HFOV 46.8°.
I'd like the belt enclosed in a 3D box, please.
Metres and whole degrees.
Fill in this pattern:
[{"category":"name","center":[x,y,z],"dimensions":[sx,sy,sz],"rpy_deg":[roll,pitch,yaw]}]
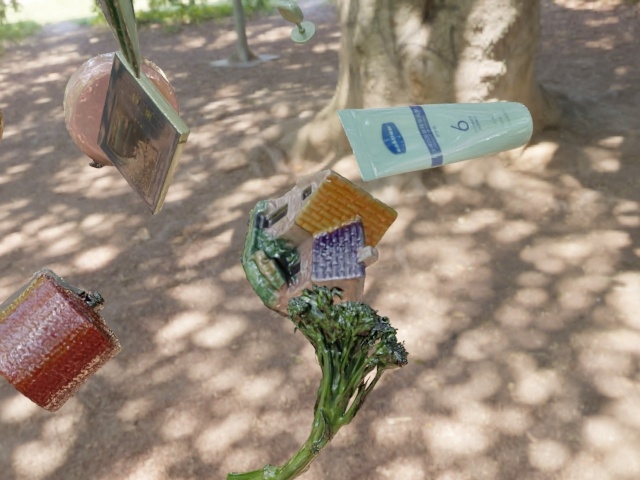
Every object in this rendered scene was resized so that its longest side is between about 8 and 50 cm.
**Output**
[{"category":"belt","center":[-0.295,0.102,0.830],"dimensions":[0.124,0.128,0.201],"rpy_deg":[-44,15,-14]}]

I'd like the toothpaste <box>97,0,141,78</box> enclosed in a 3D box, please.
[{"category":"toothpaste","center":[-0.246,-0.343,0.802],"dimensions":[0.061,0.392,0.099],"rpy_deg":[-22,61,-16]}]

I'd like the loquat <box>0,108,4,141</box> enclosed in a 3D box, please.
[{"category":"loquat","center":[-0.815,-0.255,1.663],"dimensions":[0.193,0.238,0.238],"rpy_deg":[1,21,-19]}]

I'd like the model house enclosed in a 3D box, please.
[{"category":"model house","center":[0.000,0.000,1.422],"dimensions":[0.237,0.202,0.237],"rpy_deg":[-35,34,33]}]

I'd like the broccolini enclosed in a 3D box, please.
[{"category":"broccolini","center":[-0.032,0.145,0.689],"dimensions":[0.062,0.271,0.123],"rpy_deg":[3,44,-47]}]

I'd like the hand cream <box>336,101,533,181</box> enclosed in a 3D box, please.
[{"category":"hand cream","center":[0.176,-0.153,1.075],"dimensions":[0.320,0.109,0.067],"rpy_deg":[-11,-17,-27]}]

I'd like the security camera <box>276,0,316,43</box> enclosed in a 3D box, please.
[{"category":"security camera","center":[-0.049,-0.439,1.456],"dimensions":[0.058,0.092,0.058],"rpy_deg":[-9,60,15]}]

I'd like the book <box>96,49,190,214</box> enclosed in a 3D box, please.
[{"category":"book","center":[-0.325,-0.184,1.323],"dimensions":[0.025,0.269,0.191],"rpy_deg":[-34,80,-34]}]

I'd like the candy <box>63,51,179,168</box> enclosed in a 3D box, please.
[{"category":"candy","center":[-0.435,-0.277,1.608],"dimensions":[0.255,0.255,0.094],"rpy_deg":[-13,33,-13]}]
